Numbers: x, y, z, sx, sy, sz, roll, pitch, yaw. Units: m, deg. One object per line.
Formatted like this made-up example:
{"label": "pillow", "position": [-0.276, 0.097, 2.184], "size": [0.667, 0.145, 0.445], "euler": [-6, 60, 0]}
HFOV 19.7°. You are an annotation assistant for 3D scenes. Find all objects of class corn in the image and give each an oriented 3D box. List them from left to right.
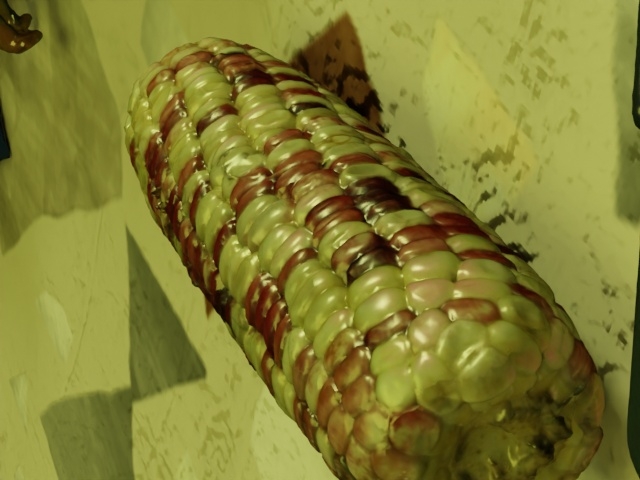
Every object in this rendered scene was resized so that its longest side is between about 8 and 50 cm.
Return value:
{"label": "corn", "position": [0.000, 0.000, 0.590], "size": [0.253, 0.086, 0.086], "euler": [-130, 38, -52]}

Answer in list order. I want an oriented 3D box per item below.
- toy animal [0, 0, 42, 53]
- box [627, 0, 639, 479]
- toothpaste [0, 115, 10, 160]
{"label": "toy animal", "position": [-0.210, -0.130, 0.953], "size": [0.241, 0.057, 0.099], "euler": [-17, 114, 32]}
{"label": "box", "position": [0.124, -0.026, 0.350], "size": [0.160, 0.050, 0.230], "euler": [35, 131, 57]}
{"label": "toothpaste", "position": [-0.257, -0.055, 1.168], "size": [0.272, 0.053, 0.066], "euler": [-18, 87, 65]}
